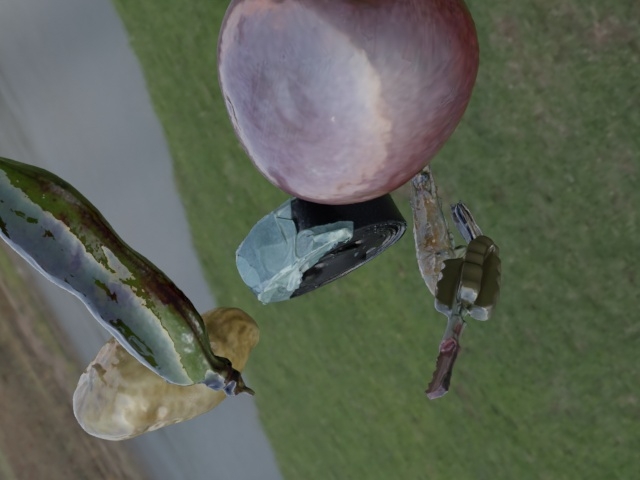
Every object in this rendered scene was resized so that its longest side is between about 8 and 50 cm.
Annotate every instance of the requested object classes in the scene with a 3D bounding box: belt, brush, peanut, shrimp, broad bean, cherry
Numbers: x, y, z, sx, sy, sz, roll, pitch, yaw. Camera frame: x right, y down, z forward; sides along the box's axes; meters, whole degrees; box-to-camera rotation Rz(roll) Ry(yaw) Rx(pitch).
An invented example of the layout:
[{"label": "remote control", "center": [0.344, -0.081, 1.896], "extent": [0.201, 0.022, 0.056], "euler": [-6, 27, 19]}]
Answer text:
[{"label": "belt", "center": [0.000, 0.000, 1.300], "extent": [0.078, 0.198, 0.151], "euler": [61, 166, 16]}, {"label": "brush", "center": [0.169, 0.097, 1.397], "extent": [0.071, 0.084, 0.301], "euler": [47, -149, -14]}, {"label": "peanut", "center": [-0.191, 0.165, 1.451], "extent": [0.122, 0.253, 0.137], "euler": [29, 129, 54]}, {"label": "shrimp", "center": [0.180, -0.014, 1.608], "extent": [0.047, 0.126, 0.223], "euler": [-19, 81, 56]}, {"label": "broad bean", "center": [-0.177, 0.016, 0.886], "extent": [0.339, 0.061, 0.077], "euler": [44, 146, -8]}, {"label": "cherry", "center": [0.023, -0.134, 1.029], "extent": [0.239, 0.239, 0.206], "euler": [66, 167, -24]}]
